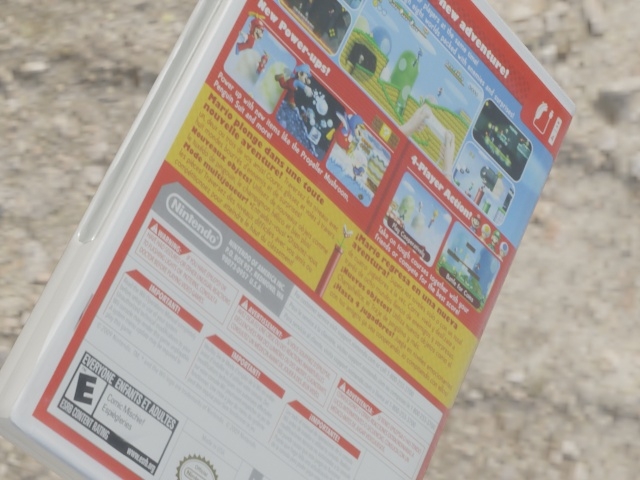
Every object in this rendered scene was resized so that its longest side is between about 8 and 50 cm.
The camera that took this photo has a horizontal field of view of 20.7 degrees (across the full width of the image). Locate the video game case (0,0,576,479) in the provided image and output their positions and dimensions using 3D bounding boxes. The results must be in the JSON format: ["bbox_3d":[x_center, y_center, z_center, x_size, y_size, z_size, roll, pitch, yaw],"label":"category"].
[{"bbox_3d":[0.000,0.000,0.724,0.204,0.025,0.285,43,62,-35],"label":"video game case"}]
